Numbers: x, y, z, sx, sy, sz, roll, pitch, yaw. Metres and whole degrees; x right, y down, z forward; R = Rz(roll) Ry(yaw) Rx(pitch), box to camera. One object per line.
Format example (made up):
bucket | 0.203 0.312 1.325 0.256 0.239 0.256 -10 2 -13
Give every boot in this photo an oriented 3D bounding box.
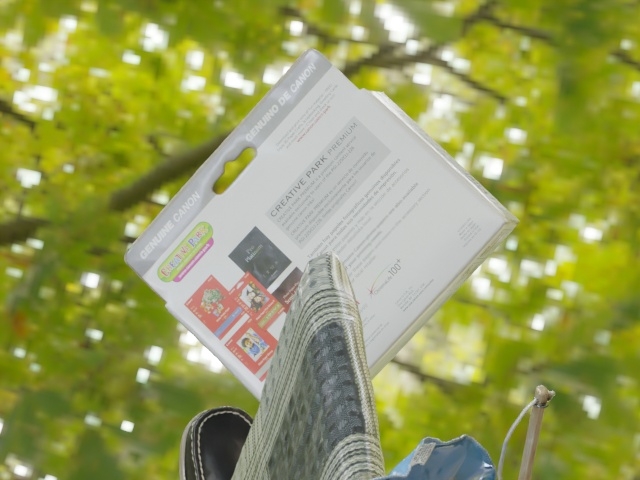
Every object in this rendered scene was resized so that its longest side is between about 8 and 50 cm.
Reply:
boot | -0.044 0.317 2.129 0.284 0.138 0.377 113 144 -63

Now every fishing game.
fishing game | 0.043 0.191 1.141 0.264 0.041 0.189 -30 -37 -32

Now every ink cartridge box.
ink cartridge box | 0.000 0.000 2.066 0.309 0.272 0.130 -47 -8 9

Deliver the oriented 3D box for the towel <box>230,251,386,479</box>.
towel | -0.018 0.220 1.369 0.312 0.056 0.324 -101 27 -58
